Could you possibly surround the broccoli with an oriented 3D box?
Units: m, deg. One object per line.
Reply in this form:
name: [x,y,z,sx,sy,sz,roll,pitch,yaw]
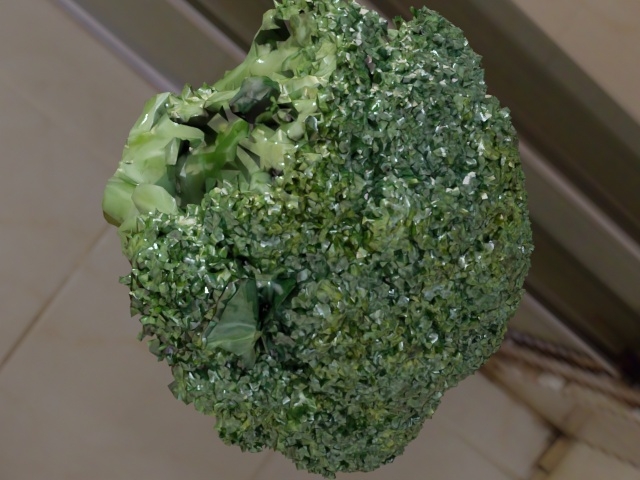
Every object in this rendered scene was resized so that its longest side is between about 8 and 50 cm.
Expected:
broccoli: [0.000,0.000,0.648,0.156,0.195,0.195,4,47,14]
